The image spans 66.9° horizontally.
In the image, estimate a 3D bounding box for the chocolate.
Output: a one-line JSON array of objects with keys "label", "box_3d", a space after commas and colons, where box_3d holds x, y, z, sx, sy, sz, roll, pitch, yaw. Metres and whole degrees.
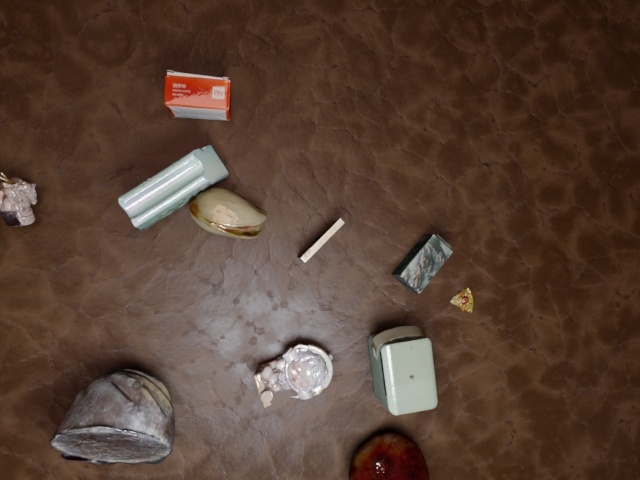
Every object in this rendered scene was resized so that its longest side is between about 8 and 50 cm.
[{"label": "chocolate", "box_3d": [-0.527, 0.450, 1.281, 0.303, 0.303, 0.213, 7, 49, -9]}]

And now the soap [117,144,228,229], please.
[{"label": "soap", "box_3d": [-0.400, -0.149, 1.348, 0.289, 0.173, 0.095, -35, 96, -9]}]

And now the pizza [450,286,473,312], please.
[{"label": "pizza", "box_3d": [0.455, 0.195, 1.547, 0.078, 0.025, 0.083, -10, 91, -11]}]

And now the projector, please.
[{"label": "projector", "box_3d": [0.240, 0.369, 1.435, 0.163, 0.177, 0.243, -8, 91, -11]}]

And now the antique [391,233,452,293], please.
[{"label": "antique", "box_3d": [0.318, 0.065, 1.497, 0.086, 0.088, 0.183, 41, 83, -6]}]

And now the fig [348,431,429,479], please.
[{"label": "fig", "box_3d": [0.202, 0.685, 1.409, 0.234, 0.235, 0.215, -8, 127, -9]}]

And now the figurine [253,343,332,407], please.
[{"label": "figurine", "box_3d": [-0.070, 0.386, 1.404, 0.236, 0.141, 0.163, -13, 96, -9]}]

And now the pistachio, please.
[{"label": "pistachio", "box_3d": [-0.266, -0.073, 1.386, 0.215, 0.144, 0.144, 17, 86, -8]}]

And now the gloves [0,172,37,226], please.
[{"label": "gloves", "box_3d": [-0.829, -0.110, 1.322, 0.110, 0.094, 0.144, 20, 109, 15]}]

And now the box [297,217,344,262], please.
[{"label": "box", "box_3d": [0.000, 0.000, 1.448, 0.167, 0.090, 0.024, -45, 96, -7]}]

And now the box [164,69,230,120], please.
[{"label": "box", "box_3d": [-0.346, -0.409, 1.380, 0.182, 0.133, 0.099, 2, 87, -7]}]
